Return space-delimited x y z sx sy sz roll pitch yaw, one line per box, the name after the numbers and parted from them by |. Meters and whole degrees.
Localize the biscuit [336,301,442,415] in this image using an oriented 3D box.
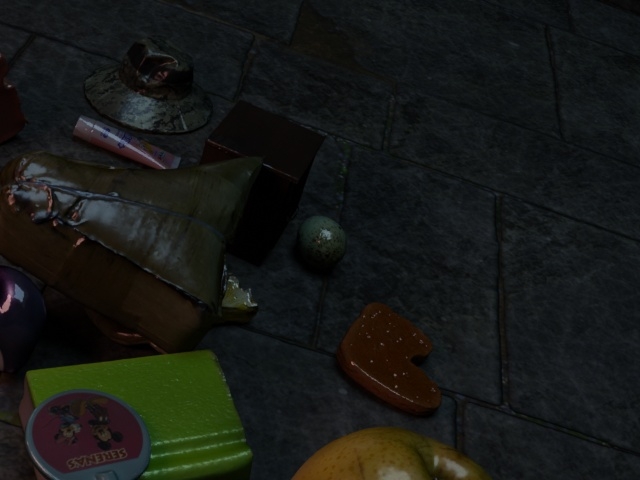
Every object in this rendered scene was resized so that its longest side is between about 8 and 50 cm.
0.122 0.192 1.841 0.186 0.036 0.192 30 35 7 | biscuit

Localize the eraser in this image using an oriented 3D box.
-0.238 0.254 1.511 0.274 0.092 0.210 -2 44 -29 | eraser

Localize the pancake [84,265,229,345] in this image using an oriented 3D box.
-0.252 0.063 1.750 0.212 0.029 0.235 14 54 13 | pancake

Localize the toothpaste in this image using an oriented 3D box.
-0.347 -0.170 2.075 0.194 0.043 0.067 22 31 -10 | toothpaste

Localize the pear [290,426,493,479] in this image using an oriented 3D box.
0.079 0.372 1.343 0.314 0.314 0.314 15 35 -11 | pear

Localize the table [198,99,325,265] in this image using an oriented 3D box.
-0.113 -0.096 1.963 0.172 0.193 0.169 24 34 3 | table

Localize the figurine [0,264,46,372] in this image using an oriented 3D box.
-0.455 0.080 1.585 0.145 0.145 0.222 -17 47 -43 | figurine

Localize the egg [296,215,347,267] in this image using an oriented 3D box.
0.000 0.000 1.991 0.085 0.085 0.110 -1 34 -30 | egg

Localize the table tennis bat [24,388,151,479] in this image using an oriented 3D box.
-0.265 0.274 1.384 0.153 0.040 0.244 -6 45 -31 | table tennis bat

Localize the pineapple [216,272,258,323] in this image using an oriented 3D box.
-0.164 0.089 1.794 0.137 0.069 0.116 25 34 1 | pineapple

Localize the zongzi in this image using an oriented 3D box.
-0.275 -0.068 1.671 0.356 0.174 0.393 31 49 -16 | zongzi

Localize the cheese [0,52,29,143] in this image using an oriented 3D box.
-0.602 -0.218 1.906 0.128 0.203 0.177 36 65 17 | cheese

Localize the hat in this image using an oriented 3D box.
-0.314 -0.321 2.223 0.265 0.128 0.265 18 34 -13 | hat
